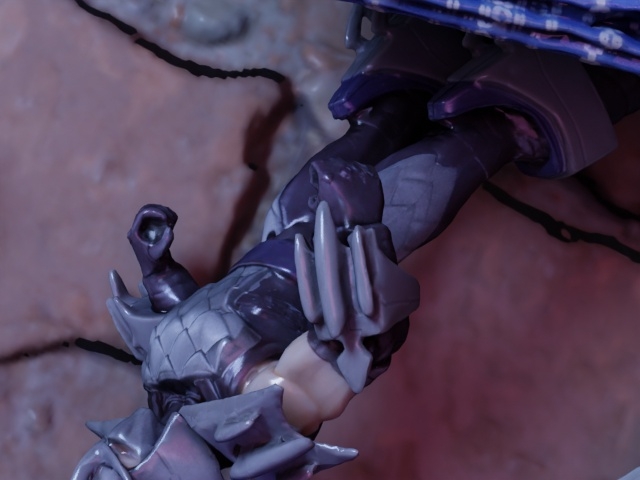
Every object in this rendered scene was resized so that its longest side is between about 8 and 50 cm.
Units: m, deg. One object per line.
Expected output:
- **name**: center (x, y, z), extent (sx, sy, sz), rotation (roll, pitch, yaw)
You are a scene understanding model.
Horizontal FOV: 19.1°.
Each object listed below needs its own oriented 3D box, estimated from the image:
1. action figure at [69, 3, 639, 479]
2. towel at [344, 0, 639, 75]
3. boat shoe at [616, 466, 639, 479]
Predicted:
- **action figure**: center (0.000, 0.000, 0.688), extent (0.285, 0.185, 0.099), rotation (-49, 116, -26)
- **towel**: center (0.124, -0.130, 0.701), extent (0.336, 0.243, 0.040), rotation (14, 125, -3)
- **boat shoe**: center (0.153, 0.096, 0.729), extent (0.226, 0.083, 0.076), rotation (-33, 88, -10)
